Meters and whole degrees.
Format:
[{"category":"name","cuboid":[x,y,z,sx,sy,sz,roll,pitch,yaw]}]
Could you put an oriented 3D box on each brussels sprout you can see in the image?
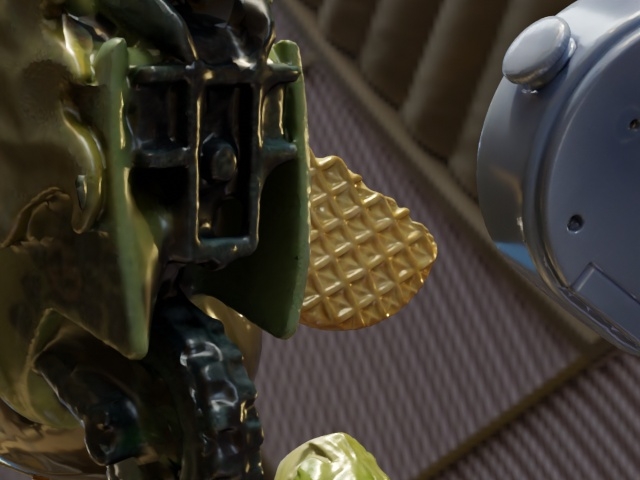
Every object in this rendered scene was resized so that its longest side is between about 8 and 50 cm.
[{"category":"brussels sprout","cuboid":[0.024,0.384,2.111,0.210,0.219,0.271,-33,-116,39]}]

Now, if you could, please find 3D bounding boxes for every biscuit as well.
[{"category":"biscuit","cuboid":[0.000,0.000,2.043,0.040,0.309,0.204,-12,-133,59]}]

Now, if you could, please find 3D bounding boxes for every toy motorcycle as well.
[{"category":"toy motorcycle","cuboid":[-0.104,-0.051,0.899,0.237,0.169,0.410,11,-78,47]}]

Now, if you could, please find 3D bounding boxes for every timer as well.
[{"category":"timer","cuboid":[0.334,-0.100,1.788,0.173,0.395,0.395,-139,-129,-61]}]

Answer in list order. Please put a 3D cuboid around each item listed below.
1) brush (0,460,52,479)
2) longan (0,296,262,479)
[{"category":"brush","cuboid":[-0.202,0.253,1.776,0.090,0.314,0.017,-71,-178,-56]},{"category":"longan","cuboid":[-0.193,0.066,1.488,0.288,0.288,0.350,56,-11,39]}]
